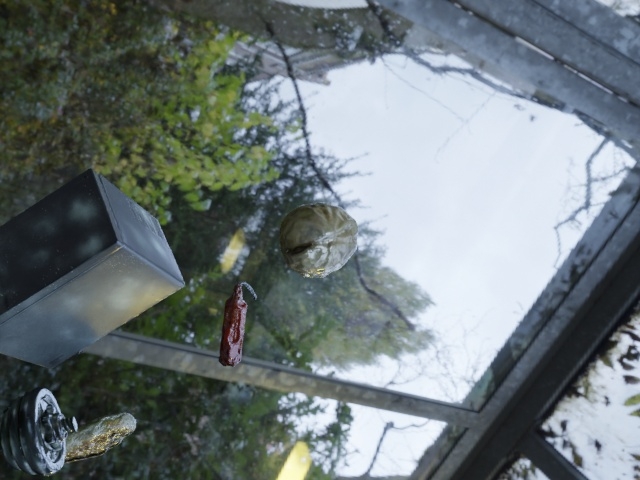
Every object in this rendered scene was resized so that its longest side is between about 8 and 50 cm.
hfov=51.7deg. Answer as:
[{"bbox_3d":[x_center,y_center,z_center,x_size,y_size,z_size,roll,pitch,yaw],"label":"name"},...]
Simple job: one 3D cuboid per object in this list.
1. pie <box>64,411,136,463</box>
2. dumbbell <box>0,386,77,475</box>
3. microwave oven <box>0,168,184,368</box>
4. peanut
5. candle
[{"bbox_3d":[-0.653,0.566,1.860,0.274,0.274,0.055,-48,-116,39],"label":"pie"},{"bbox_3d":[-0.686,0.413,1.298,0.179,0.406,0.179,167,-90,-83],"label":"dumbbell"},{"bbox_3d":[-0.620,0.088,1.648,0.432,0.374,0.236,-31,-120,4],"label":"microwave oven"},{"bbox_3d":[0.000,0.000,1.268,0.313,0.149,0.149,55,51,-84],"label":"peanut"},{"bbox_3d":[-0.140,0.140,1.101,0.053,0.048,0.162,-60,163,-62],"label":"candle"}]
